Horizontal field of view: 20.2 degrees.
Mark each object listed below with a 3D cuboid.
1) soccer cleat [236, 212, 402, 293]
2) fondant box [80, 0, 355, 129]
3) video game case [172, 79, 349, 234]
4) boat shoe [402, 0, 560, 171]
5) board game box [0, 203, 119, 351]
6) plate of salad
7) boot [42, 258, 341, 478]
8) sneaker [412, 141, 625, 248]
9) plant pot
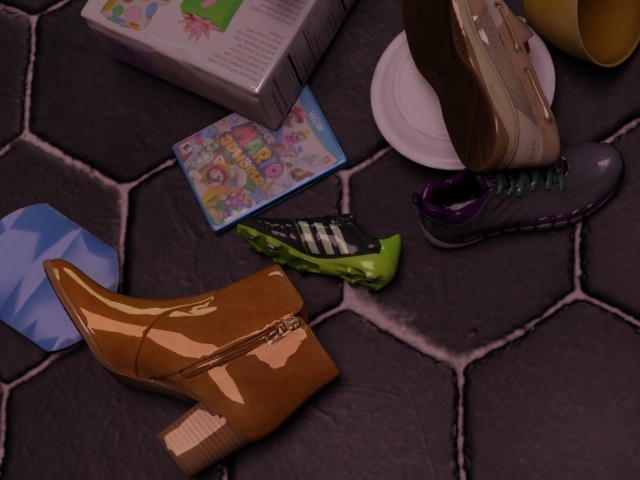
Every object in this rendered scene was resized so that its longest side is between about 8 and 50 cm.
[{"bbox_3d":[0.000,0.000,1.915,0.179,0.060,0.072,17,66,12],"label":"soccer cleat"},{"bbox_3d":[-0.076,-0.319,2.014,0.238,0.096,0.330,25,74,20],"label":"fondant box"},{"bbox_3d":[-0.067,-0.094,1.983,0.166,0.015,0.119,-28,67,2],"label":"video game case"},{"bbox_3d":[0.167,-0.198,1.875,0.098,0.109,0.302,0,54,-26],"label":"boat shoe"},{"bbox_3d":[-0.299,0.042,1.981,0.169,0.033,0.133,32,80,14],"label":"board game box"},{"bbox_3d":[0.153,-0.161,1.935,0.200,0.048,0.199,-6,64,12],"label":"plate of salad"},{"bbox_3d":[-0.133,0.083,1.891,0.211,0.104,0.295,-38,77,-8],"label":"boot"},{"bbox_3d":[0.206,-0.053,1.858,0.224,0.098,0.083,-20,67,6],"label":"sneaker"},{"bbox_3d":[0.272,-0.255,1.910,0.095,0.134,0.134,13,73,42],"label":"plant pot"}]
